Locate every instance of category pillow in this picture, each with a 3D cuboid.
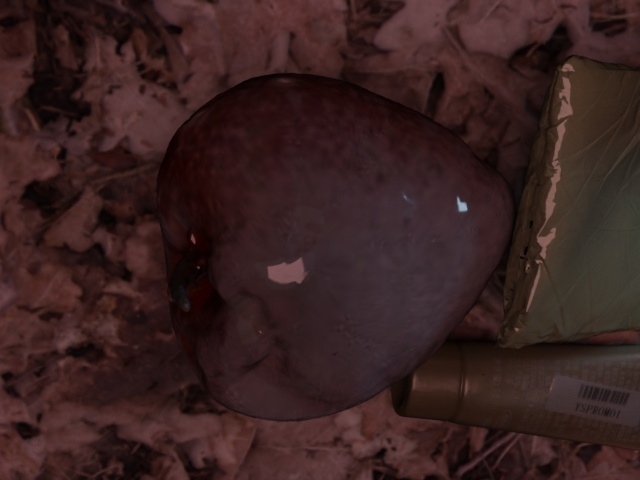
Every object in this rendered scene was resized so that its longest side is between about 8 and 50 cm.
[{"bbox_3d":[0.278,-0.034,1.301,0.274,0.076,0.281,-2,108,-46],"label":"pillow"}]

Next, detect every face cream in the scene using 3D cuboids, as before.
[{"bbox_3d":[0.247,0.158,1.406,0.341,0.084,0.137,6,104,-10],"label":"face cream"}]

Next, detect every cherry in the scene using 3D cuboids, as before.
[{"bbox_3d":[0.000,0.014,1.259,0.334,0.291,0.327,18,82,-21],"label":"cherry"}]
